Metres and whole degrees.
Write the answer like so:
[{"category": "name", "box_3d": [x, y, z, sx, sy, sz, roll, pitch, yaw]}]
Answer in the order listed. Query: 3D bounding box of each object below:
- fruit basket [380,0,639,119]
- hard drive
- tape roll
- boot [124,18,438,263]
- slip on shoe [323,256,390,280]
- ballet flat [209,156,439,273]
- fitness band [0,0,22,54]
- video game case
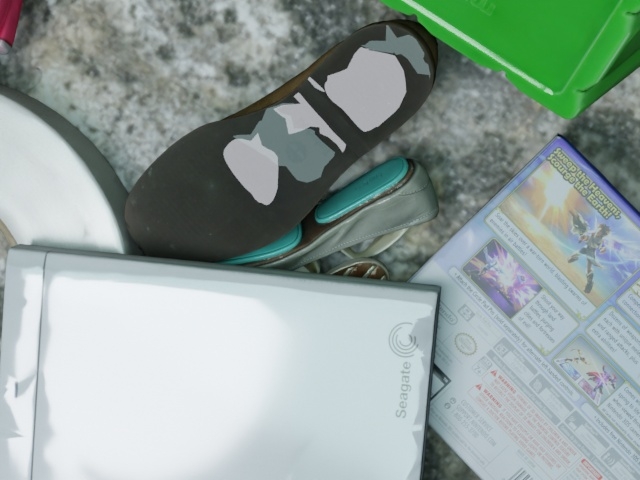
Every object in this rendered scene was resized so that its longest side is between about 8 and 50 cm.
[{"category": "fruit basket", "box_3d": [0.182, -0.334, 1.241, 0.392, 0.283, 0.392, 7, 58, -12]}, {"category": "hard drive", "box_3d": [-0.088, 0.136, 1.331, 0.353, 0.047, 0.233, 6, 97, 6]}, {"category": "tape roll", "box_3d": [-0.339, 0.046, 1.420, 0.392, 0.072, 0.392, 1, 95, 9]}, {"category": "boot", "box_3d": [-0.026, -0.080, 1.344, 0.305, 0.115, 0.112, -33, 99, 19]}, {"category": "slip on shoe", "box_3d": [0.004, 0.060, 1.373, 0.051, 0.041, 0.135, 42, 106, -8]}, {"category": "ballet flat", "box_3d": [0.000, 0.000, 1.363, 0.213, 0.072, 0.068, -24, 121, 13]}, {"category": "fitness band", "box_3d": [-0.348, -0.246, 1.369, 0.209, 0.054, 0.291, 7, 79, 13]}, {"category": "video game case", "box_3d": [0.203, 0.091, 1.337, 0.244, 0.061, 0.269, -45, 87, 12]}]
